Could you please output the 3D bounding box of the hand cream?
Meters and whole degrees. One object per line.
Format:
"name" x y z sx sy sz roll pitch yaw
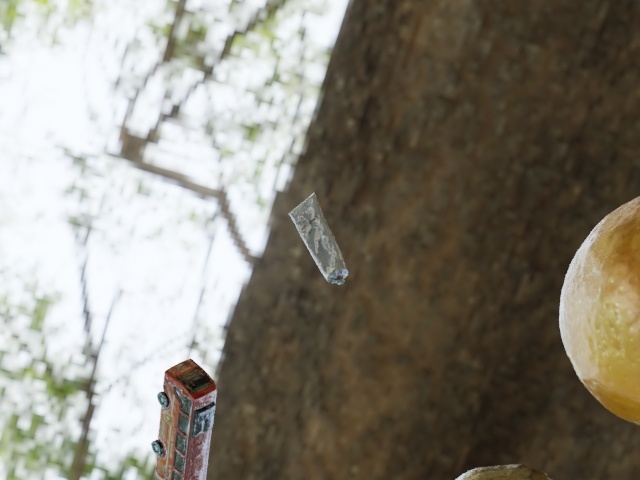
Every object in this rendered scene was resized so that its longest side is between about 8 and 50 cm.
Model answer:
"hand cream" 0.000 0.000 1.615 0.019 0.030 0.093 31 -154 -54

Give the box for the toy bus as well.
"toy bus" -0.104 0.145 1.459 0.031 0.110 0.043 -24 -132 -36

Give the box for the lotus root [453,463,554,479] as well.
"lotus root" 0.136 0.272 1.287 0.128 0.145 0.260 38 -147 -42

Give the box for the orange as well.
"orange" 0.243 0.044 1.218 0.177 0.177 0.155 4 -114 -29
